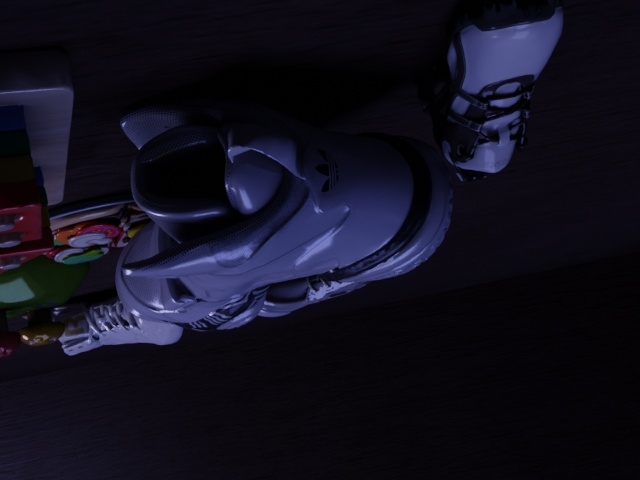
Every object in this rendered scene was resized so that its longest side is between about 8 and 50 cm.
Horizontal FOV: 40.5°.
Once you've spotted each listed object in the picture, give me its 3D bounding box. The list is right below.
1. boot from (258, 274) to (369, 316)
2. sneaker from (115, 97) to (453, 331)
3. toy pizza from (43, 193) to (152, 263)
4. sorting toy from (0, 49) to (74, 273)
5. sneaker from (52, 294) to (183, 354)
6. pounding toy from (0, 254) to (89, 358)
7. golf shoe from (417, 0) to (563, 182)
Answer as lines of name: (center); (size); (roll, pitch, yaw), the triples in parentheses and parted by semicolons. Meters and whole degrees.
boot: (0.002, 0.049, 1.401); (0.258, 0.095, 0.123); (-16, 169, -38)
sneaker: (-0.097, -0.015, 0.688); (0.366, 0.137, 0.210); (-16, 161, 40)
toy pizza: (-0.210, -0.008, 0.901); (0.201, 0.032, 0.201); (-12, 171, -2)
sorting toy: (-0.288, -0.019, 0.548); (0.257, 0.089, 0.255); (-9, 171, -20)
sneaker: (-0.328, 0.130, 1.361); (0.169, 0.108, 0.292); (-11, 173, -28)
pounding toy: (-0.370, 0.088, 1.034); (0.183, 0.110, 0.237); (-6, 169, -34)
golf shoe: (0.123, -0.098, 0.594); (0.077, 0.093, 0.198); (-11, 170, -5)
